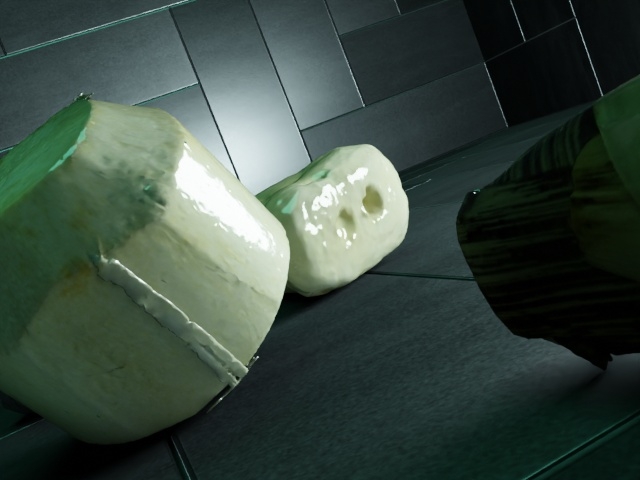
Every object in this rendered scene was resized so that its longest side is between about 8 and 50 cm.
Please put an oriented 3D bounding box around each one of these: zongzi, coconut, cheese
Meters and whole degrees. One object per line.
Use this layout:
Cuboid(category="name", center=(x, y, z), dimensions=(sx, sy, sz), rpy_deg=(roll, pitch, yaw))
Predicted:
Cuboid(category="zongzi", center=(0.163, 0.012, 0.286), dimensions=(0.289, 0.154, 0.317), rpy_deg=(-27, 7, 38))
Cuboid(category="coconut", center=(-0.187, 0.035, 0.672), dimensions=(0.323, 0.323, 0.323), rpy_deg=(-21, 6, 2))
Cuboid(category="cheese", center=(0.018, -0.028, 0.991), dimensions=(0.247, 0.174, 0.251), rpy_deg=(-31, 6, -6))

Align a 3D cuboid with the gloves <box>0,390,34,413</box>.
Cuboid(category="gloves", center=(-0.363, 0.164, 0.931), dimensions=(0.142, 0.119, 0.285), rpy_deg=(-35, -5, -16))
